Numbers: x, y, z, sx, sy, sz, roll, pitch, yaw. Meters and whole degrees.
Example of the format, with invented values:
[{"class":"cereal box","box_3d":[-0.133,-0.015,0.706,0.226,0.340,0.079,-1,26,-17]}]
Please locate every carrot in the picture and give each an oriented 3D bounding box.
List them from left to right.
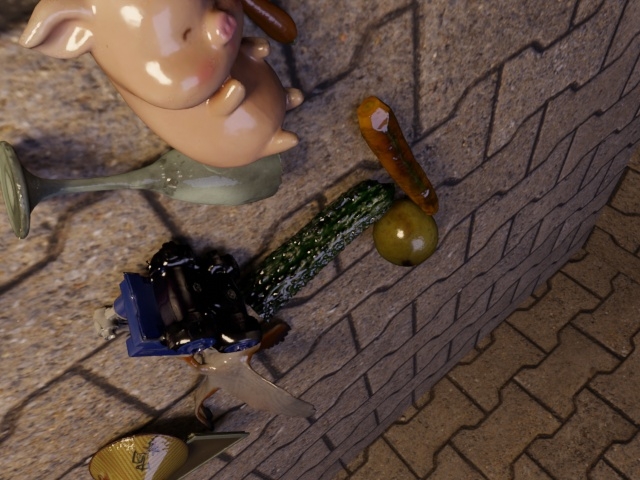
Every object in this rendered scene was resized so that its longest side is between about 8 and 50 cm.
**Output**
[{"class":"carrot","box_3d":[-0.071,-0.271,0.521,0.142,0.035,0.035,22,108,-51]},{"class":"carrot","box_3d":[0.157,-0.139,0.838,0.066,0.066,0.314,-47,134,0]}]

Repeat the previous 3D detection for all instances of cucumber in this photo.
[{"class":"cucumber","box_3d":[0.000,0.000,0.836,0.359,0.096,0.096,-43,147,-6]}]

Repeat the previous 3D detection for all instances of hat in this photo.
[{"class":"hat","box_3d":[-0.359,0.473,0.891,0.193,0.082,0.192,-9,127,-13]}]

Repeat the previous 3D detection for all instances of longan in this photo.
[{"class":"longan","box_3d":[0.189,-0.025,0.992,0.154,0.145,0.176,109,-5,-63]}]

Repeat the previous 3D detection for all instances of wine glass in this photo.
[{"class":"wine glass","box_3d":[-0.231,-0.029,0.595,0.310,0.096,0.264,-14,155,-41]}]

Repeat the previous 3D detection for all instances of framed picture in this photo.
[{"class":"framed picture","box_3d":[-0.326,0.516,1.043,0.275,0.017,0.217,-35,148,8]}]

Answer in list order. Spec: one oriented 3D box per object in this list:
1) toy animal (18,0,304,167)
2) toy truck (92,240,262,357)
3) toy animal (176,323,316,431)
[{"class":"toy animal","box_3d":[-0.130,-0.177,0.448,0.154,0.166,0.250,-11,148,21]},{"class":"toy truck","box_3d":[-0.213,0.119,0.694,0.177,0.161,0.213,-36,152,21]},{"class":"toy animal","box_3d":[-0.202,0.270,0.916,0.285,0.224,0.302,-29,135,10]}]
